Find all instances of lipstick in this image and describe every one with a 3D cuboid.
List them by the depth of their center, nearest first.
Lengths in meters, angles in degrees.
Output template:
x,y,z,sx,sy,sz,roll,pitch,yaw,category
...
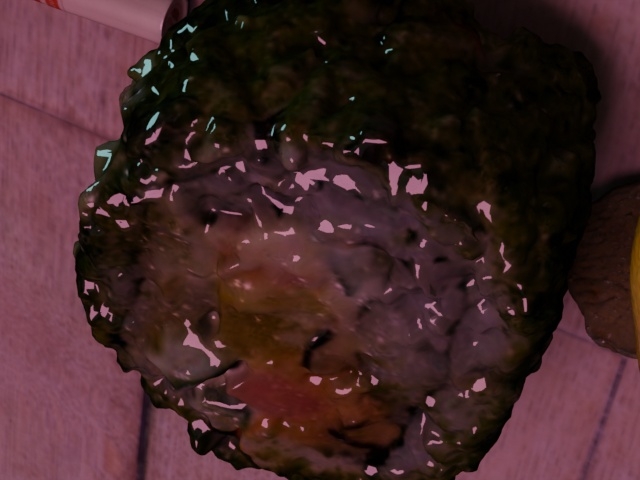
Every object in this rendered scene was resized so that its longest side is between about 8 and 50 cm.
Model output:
x,y,z,sx,sy,sz,roll,pitch,yaw,category
-0.153,-0.166,1.309,0.131,0.038,0.038,20,134,16,lipstick

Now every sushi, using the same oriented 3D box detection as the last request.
x,y,z,sx,sy,sz,roll,pitch,yaw,category
0.000,0.000,1.209,0.294,0.178,0.352,18,140,0,sushi

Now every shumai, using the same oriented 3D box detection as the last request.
x,y,z,sx,sy,sz,roll,pitch,yaw,category
0.216,0.024,1.214,0.099,0.124,0.087,-39,141,27,shumai

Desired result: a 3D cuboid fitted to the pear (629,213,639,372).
x,y,z,sx,sy,sz,roll,pitch,yaw,category
0.299,0.032,1.026,0.285,0.285,0.336,-3,119,34,pear
